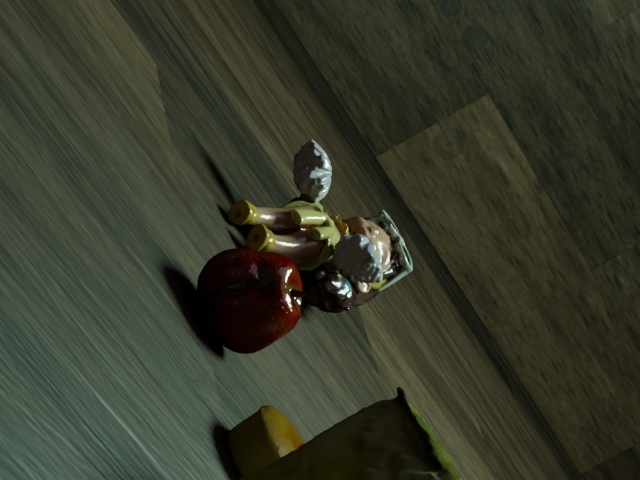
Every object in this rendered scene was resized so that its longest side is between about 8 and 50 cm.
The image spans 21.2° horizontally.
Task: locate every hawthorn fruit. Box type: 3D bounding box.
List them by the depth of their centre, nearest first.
[{"bbox_3d":[-0.053,0.045,1.385,0.093,0.093,0.093,58,9,-14],"label":"hawthorn fruit"}]

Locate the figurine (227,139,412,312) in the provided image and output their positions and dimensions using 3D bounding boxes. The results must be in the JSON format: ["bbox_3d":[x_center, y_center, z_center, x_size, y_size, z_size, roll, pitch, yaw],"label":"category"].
[{"bbox_3d":[0.000,0.001,1.767,0.240,0.116,0.174,33,26,-60],"label":"figurine"}]

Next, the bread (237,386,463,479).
[{"bbox_3d":[0.031,0.206,1.084,0.197,0.170,0.197,53,-2,3],"label":"bread"}]

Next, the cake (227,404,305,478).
[{"bbox_3d":[-0.033,0.164,1.267,0.084,0.044,0.084,59,6,-11],"label":"cake"}]
